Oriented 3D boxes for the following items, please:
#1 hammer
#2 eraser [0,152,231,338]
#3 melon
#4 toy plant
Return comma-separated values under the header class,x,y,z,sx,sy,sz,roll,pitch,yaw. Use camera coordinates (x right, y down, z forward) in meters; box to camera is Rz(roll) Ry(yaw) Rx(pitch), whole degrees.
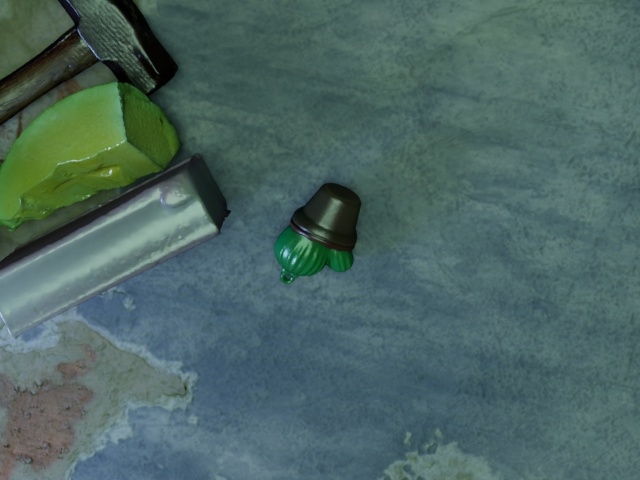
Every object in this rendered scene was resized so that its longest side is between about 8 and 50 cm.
class,x,y,z,sx,sy,sz,roll,pitch,yaw
hammer,-0.466,-0.269,1.570,0.408,0.095,0.242,-32,104,8
eraser,-0.336,-0.002,1.530,0.359,0.272,0.122,-28,100,5
melon,-0.407,-0.133,1.558,0.323,0.124,0.196,-23,144,16
toy plant,0.000,0.000,1.629,0.142,0.105,0.200,19,118,-18
